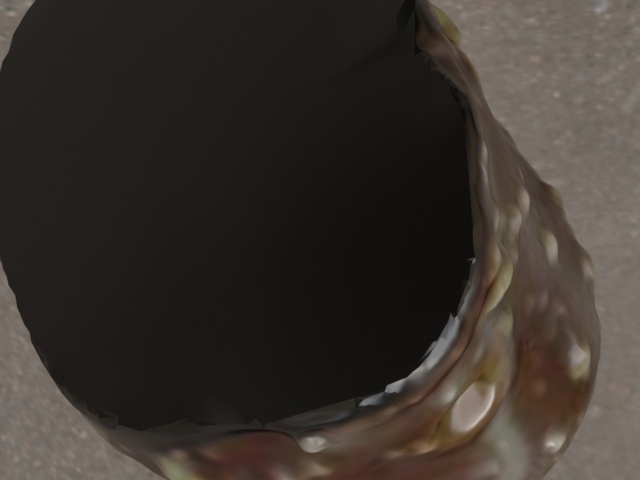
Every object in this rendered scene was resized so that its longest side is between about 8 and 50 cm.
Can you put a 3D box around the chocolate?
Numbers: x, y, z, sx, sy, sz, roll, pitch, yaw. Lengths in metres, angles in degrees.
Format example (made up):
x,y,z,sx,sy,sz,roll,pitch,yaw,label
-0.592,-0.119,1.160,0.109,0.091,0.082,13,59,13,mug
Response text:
x,y,z,sx,sy,sz,roll,pitch,yaw,label
0.000,0.000,0.737,0.225,0.340,0.210,-41,137,8,chocolate
